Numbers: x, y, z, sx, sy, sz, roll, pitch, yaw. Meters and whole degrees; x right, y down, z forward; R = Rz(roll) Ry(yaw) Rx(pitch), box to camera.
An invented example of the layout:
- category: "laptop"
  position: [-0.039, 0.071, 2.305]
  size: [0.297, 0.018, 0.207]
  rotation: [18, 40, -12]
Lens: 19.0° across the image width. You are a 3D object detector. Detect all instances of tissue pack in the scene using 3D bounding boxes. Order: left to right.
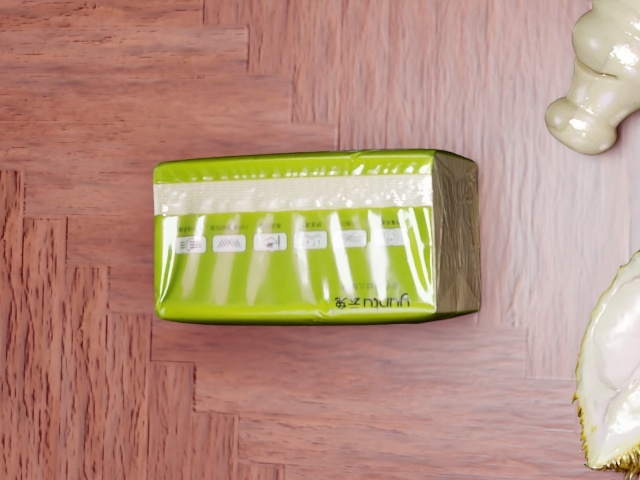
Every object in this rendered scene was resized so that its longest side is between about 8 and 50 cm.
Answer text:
- category: "tissue pack"
  position: [0.000, 0.000, 1.835]
  size: [0.275, 0.200, 0.167]
  rotation: [-3, 87, 17]

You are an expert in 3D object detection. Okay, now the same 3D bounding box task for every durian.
- category: "durian"
  position: [0.338, 0.108, 1.769]
  size: [0.138, 0.183, 0.249]
  rotation: [23, 95, -18]

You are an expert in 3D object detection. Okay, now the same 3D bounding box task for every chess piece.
- category: "chess piece"
  position: [0.323, -0.213, 1.793]
  size: [0.139, 0.124, 0.307]
  rotation: [27, 103, -22]
